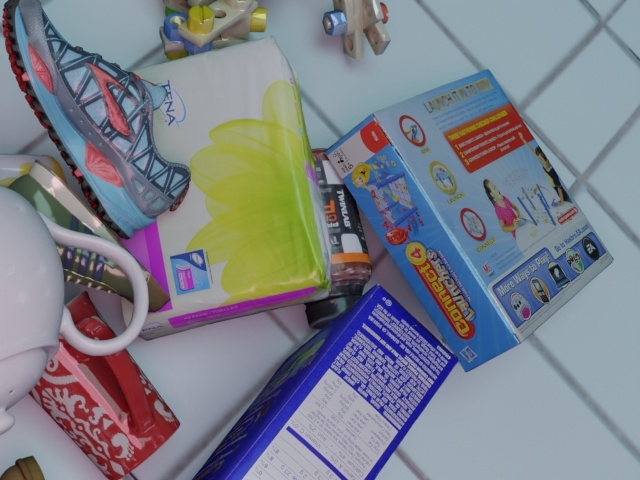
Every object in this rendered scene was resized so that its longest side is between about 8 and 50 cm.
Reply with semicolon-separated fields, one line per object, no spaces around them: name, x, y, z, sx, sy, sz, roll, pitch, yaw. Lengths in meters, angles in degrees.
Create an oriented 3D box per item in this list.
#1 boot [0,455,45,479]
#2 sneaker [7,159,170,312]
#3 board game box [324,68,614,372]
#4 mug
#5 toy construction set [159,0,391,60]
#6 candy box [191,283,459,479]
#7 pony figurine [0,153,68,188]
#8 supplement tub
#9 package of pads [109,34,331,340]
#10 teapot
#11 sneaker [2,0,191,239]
boot;-0.365;0.329;0.970;0.269;0.089;0.236;-5;91;-26
sneaker;-0.244;0.017;1.092;0.086;0.064;0.192;-44;100;-11
board game box;0.191;-0.038;1.339;0.308;0.086;0.302;-27;83;-52
mug;-0.228;0.151;1.100;0.113;0.150;0.169;-39;95;-8
toy construction set;-0.059;-0.311;1.346;0.327;0.151;0.215;-8;50;-35
candy box;-0.038;0.226;1.084;0.122;0.268;0.317;42;60;-1
pony figurine;-0.465;-0.122;1.042;0.363;0.302;0.351;-24;91;-45
supplement tub;0.000;0.000;1.282;0.106;0.106;0.198;-6;73;-27
package of pads;-0.116;-0.060;1.202;0.229;0.101;0.297;-13;76;3
teapot;-0.313;0.082;0.948;0.187;0.256;0.252;57;16;8
sneaker;-0.220;-0.138;1.107;0.125;0.104;0.262;-32;110;-13
